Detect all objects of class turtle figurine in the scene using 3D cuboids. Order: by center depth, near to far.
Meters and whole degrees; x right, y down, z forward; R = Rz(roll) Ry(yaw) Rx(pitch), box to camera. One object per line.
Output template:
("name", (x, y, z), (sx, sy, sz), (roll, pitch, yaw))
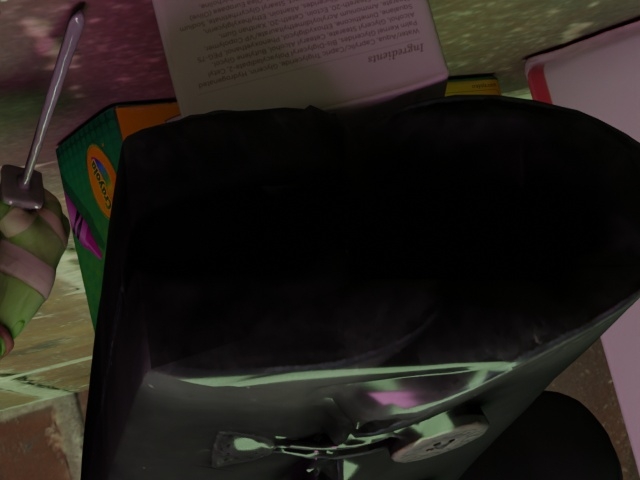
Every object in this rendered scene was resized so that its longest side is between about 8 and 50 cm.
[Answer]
("turtle figurine", (-0.227, -0.008, 0.677), (0.266, 0.275, 0.198), (6, -147, 47))

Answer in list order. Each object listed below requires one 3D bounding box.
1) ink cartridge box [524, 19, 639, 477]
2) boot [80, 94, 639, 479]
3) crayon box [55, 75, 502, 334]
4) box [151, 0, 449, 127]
("ink cartridge box", (0.307, 0.002, 1.035), (0.160, 0.279, 0.384), (-20, 171, 25))
("boot", (0.057, 0.078, 0.722), (0.367, 0.146, 0.445), (-17, 152, -22))
("crayon box", (0.000, 0.000, 0.884), (0.278, 0.165, 0.081), (-8, 170, -34))
("box", (-0.009, -0.080, 0.594), (0.102, 0.087, 0.101), (-14, 172, -1))
